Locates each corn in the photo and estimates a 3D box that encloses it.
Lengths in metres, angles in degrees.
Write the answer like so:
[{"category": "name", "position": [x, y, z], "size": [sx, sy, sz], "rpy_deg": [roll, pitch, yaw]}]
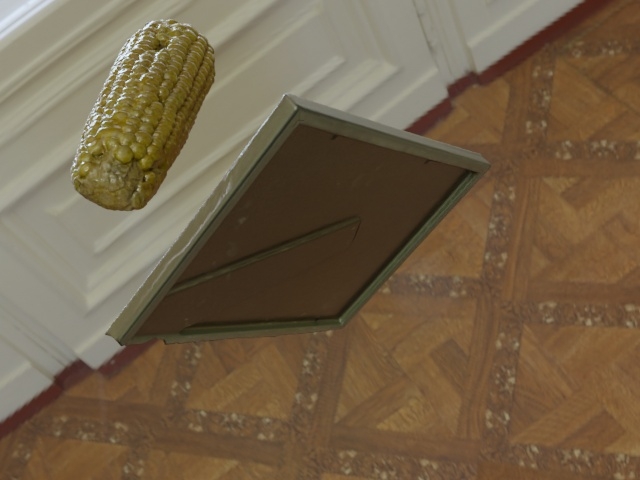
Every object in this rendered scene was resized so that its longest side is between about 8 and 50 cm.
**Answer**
[{"category": "corn", "position": [-0.160, -0.123, 0.818], "size": [0.097, 0.097, 0.262], "rpy_deg": [-10, 40, 18]}]

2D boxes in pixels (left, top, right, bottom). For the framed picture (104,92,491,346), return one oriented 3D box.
[{"category": "framed picture", "position": [0.000, 0.000, 0.669], "size": [0.211, 0.289, 0.020], "rpy_deg": [-50, 64, 21]}]
